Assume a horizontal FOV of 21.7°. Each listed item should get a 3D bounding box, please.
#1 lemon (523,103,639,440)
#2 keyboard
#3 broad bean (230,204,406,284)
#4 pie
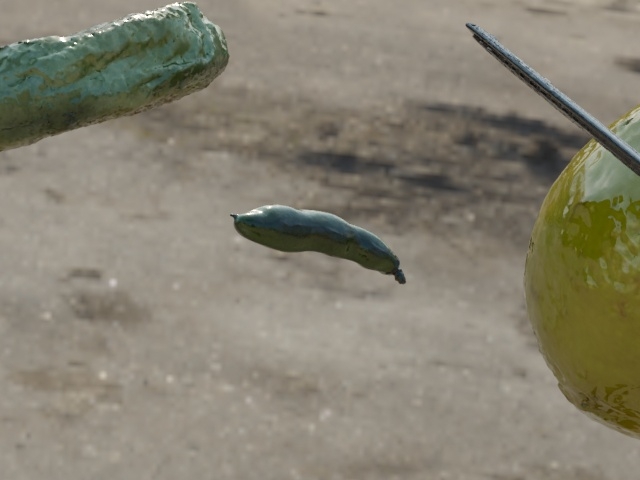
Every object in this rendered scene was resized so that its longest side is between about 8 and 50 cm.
[{"bbox_3d":[0.279,0.017,1.217,0.260,0.260,0.284,-3,-19,-25],"label":"lemon"},{"bbox_3d":[0.149,-0.063,0.916,0.067,0.011,0.202,32,11,-39],"label":"keyboard"},{"bbox_3d":[0.000,-0.004,1.974,0.254,0.065,0.046,16,-25,-33],"label":"broad bean"},{"bbox_3d":[-0.192,-0.105,1.168,0.277,0.078,0.277,-19,7,2],"label":"pie"}]
